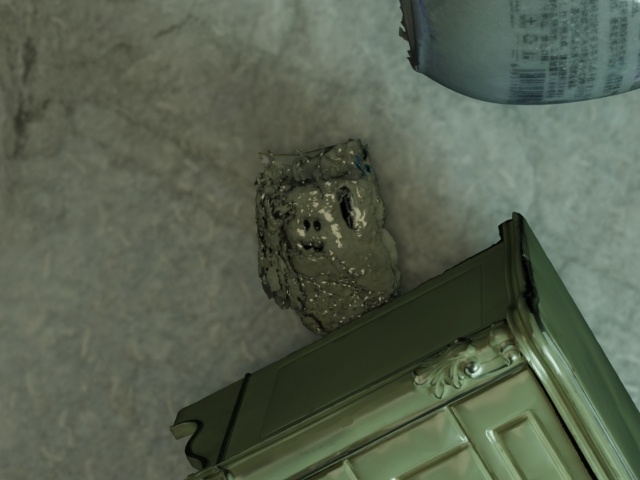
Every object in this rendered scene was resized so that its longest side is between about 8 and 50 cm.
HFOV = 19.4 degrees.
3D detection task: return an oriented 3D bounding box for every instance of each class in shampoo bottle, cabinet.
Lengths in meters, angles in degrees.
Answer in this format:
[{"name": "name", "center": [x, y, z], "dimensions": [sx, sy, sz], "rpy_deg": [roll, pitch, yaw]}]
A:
[{"name": "shampoo bottle", "center": [0.178, -0.233, 1.296], "dimensions": [0.266, 0.273, 0.273], "rpy_deg": [-7, 94, -1]}, {"name": "cabinet", "center": [0.079, 0.200, 1.350], "dimensions": [0.318, 0.227, 0.290], "rpy_deg": [-28, 104, 12]}]

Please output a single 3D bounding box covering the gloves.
[{"name": "gloves", "center": [0.000, 0.001, 1.447], "dimensions": [0.114, 0.070, 0.153], "rpy_deg": [-10, 98, 10]}]
